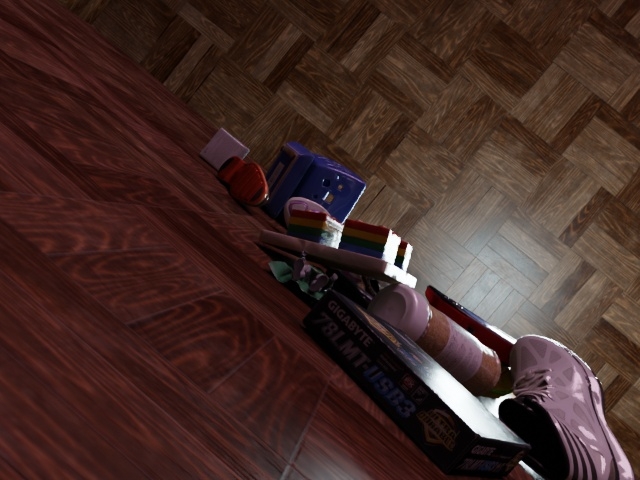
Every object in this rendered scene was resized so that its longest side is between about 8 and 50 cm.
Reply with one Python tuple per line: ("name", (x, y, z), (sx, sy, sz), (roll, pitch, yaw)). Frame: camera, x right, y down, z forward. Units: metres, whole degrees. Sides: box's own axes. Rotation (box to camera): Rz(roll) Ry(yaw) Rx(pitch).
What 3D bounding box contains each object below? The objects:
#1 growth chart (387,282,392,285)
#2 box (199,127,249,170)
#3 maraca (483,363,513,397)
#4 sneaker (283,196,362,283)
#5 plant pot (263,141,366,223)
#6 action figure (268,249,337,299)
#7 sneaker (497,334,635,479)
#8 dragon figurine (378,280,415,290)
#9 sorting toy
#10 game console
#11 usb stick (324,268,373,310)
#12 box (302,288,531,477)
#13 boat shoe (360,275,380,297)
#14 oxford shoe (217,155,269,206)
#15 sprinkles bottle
("growth chart", (0.252, 0.189, 2.056), (0.172, 0.021, 0.237), (32, -19, 37))
("box", (-0.268, -0.247, 2.129), (0.087, 0.102, 0.101), (42, 3, 3))
("maraca", (0.390, 0.324, 1.862), (0.186, 0.099, 0.127), (21, 23, 2))
("sneaker", (0.000, 0.000, 1.956), (0.305, 0.114, 0.152), (46, -7, -28))
("plant pot", (-0.043, -0.138, 2.140), (0.212, 0.236, 0.236), (30, 8, -23))
("action figure", (-0.016, 0.065, 1.361), (0.137, 0.063, 0.232), (36, 1, 2))
("sneaker", (0.451, 0.316, 1.539), (0.257, 0.169, 0.447), (35, 23, -29))
("dragon figurine", (0.180, 0.112, 2.325), (0.289, 0.085, 0.144), (41, 5, 17))
("sorting toy", (0.050, 0.009, 1.504), (0.256, 0.089, 0.257), (14, -5, 21))
("game console", (0.447, 0.245, 1.944), (0.387, 0.060, 0.342), (33, 8, -1))
("usb stick", (0.121, 0.155, 1.645), (0.278, 0.045, 0.077), (38, 1, -11))
("box", (0.145, 0.214, 1.102), (0.295, 0.073, 0.293), (43, 6, 32))
("boat shoe", (0.129, 0.109, 1.891), (0.049, 0.042, 0.133), (36, 28, -27))
("oxford shoe", (-0.169, -0.133, 1.877), (0.098, 0.097, 0.271), (44, 2, -30))
("sprinkles bottle", (0.239, 0.212, 1.557), (0.355, 0.121, 0.121), (36, 5, -40))
